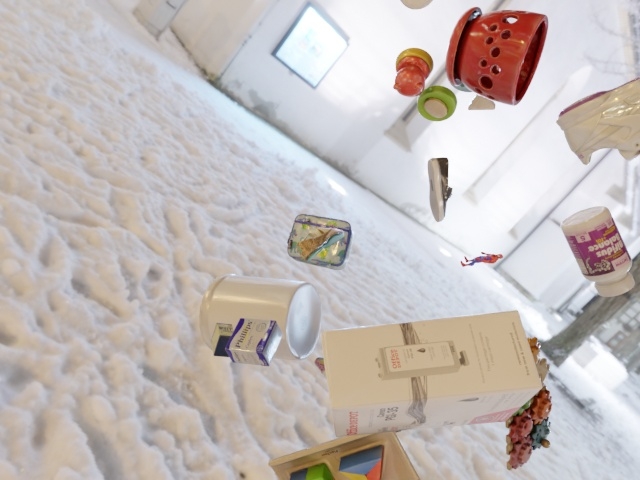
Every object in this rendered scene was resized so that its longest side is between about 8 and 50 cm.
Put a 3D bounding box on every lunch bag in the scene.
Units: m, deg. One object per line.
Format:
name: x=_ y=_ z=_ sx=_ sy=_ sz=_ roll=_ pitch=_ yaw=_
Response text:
lunch bag: x=0.000 y=0.000 z=1.788 sx=0.219 sy=0.176 sz=0.090 roll=12 pitch=-14 yaw=15

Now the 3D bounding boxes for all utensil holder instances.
utensil holder: x=-0.229 y=0.306 z=2.045 sx=0.386 sy=0.327 sz=0.327 roll=2 pitch=-3 yaw=26

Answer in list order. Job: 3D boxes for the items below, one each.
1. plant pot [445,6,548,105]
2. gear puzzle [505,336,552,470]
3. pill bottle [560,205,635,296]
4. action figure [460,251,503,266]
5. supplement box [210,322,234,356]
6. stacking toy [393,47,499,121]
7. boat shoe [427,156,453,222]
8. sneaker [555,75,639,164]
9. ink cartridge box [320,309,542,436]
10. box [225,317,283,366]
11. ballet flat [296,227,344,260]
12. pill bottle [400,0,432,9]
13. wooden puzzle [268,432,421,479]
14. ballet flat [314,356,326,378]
plant pot: x=0.378 y=-0.407 z=1.123 sx=0.174 sy=0.191 sz=0.191 roll=21 pitch=5 yaw=25
gear puzzle: x=0.488 y=0.364 z=1.169 sx=0.175 sy=0.339 sz=0.044 roll=-24 pitch=26 yaw=-31
pill bottle: x=1.002 y=0.043 z=1.836 sx=0.301 sy=0.169 sz=0.169 roll=62 pitch=12 yaw=-6
action figure: x=0.415 y=0.047 z=1.313 sx=0.038 sy=0.115 sz=0.030 roll=-35 pitch=107 yaw=-39
supplement box: x=-0.337 y=0.343 z=1.765 sx=0.056 sy=0.083 sz=0.083 roll=12 pitch=21 yaw=-24
stacking toy: x=0.392 y=-0.459 z=1.580 sx=0.279 sy=0.309 sz=0.130 roll=57 pitch=41 yaw=-42
boat shoe: x=0.410 y=-0.173 z=1.726 sx=0.080 sy=0.076 sz=0.228 roll=-120 pitch=-162 yaw=-69
sneaker: x=0.629 y=-0.246 z=0.983 sx=0.114 sy=0.305 sz=0.152 roll=-25 pitch=93 yaw=-50
ink cartridge box: x=0.150 y=0.209 z=0.774 sx=0.207 sy=0.283 sz=0.117 roll=84 pitch=0 yaw=-58
box: x=-0.208 y=0.317 z=1.607 sx=0.126 sy=0.137 sz=0.072 roll=-67 pitch=147 yaw=-42
ballet flat: x=-0.001 y=-0.005 z=1.515 sx=0.067 sy=0.073 sz=0.206 roll=46 pitch=34 yaw=10
pill bottle: x=0.316 y=-0.861 z=1.718 sx=0.130 sy=0.130 sz=0.245 roll=36 pitch=29 yaw=-16
wooden puzzle: x=0.084 y=0.619 z=1.218 sx=0.347 sy=0.322 sz=0.080 roll=61 pitch=16 yaw=-16
ballet flat: x=0.068 y=0.526 z=1.987 sx=0.221 sy=0.077 sz=0.079 roll=31 pitch=50 yaw=-26
